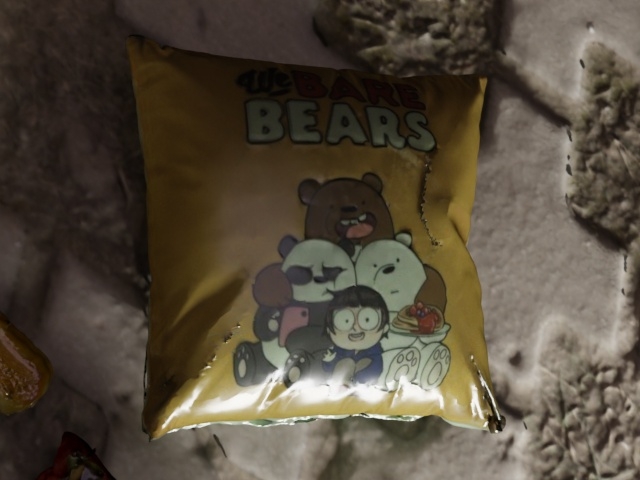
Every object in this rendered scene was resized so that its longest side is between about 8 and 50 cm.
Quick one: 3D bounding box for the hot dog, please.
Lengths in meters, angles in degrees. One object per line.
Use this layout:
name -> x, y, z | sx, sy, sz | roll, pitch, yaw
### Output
hot dog -> -0.284, 0.043, 1.054 | 0.216, 0.047, 0.066 | 45, 80, -7

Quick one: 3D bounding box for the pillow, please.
pillow -> 0.000, 0.000, 1.141 | 0.310, 0.119, 0.312 | 2, 78, -19

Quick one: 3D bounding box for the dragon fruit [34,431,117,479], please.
dragon fruit -> -0.121, 0.208, 1.047 | 0.122, 0.092, 0.192 | -36, 78, -31
